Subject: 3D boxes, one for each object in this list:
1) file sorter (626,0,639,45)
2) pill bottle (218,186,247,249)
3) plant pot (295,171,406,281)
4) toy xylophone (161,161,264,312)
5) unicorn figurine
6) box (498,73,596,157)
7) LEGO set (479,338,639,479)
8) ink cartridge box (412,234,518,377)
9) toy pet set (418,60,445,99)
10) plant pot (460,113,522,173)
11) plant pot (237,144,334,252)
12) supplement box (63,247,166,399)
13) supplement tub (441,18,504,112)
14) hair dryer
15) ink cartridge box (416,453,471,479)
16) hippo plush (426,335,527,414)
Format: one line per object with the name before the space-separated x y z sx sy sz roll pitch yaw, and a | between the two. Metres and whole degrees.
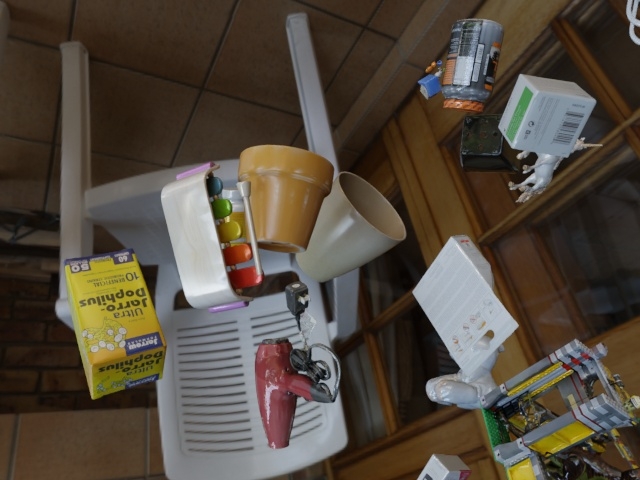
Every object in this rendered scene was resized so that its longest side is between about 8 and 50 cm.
file sorter | 0.483 -0.373 0.603 0.192 0.173 0.277 11 179 32
pill bottle | -0.282 -0.069 1.678 0.117 0.117 0.209 -3 103 -14
plant pot | 0.060 -0.013 1.449 0.256 0.257 0.274 20 126 -41
toy xylophone | -0.213 -0.004 1.039 0.236 0.323 0.081 -5 -176 24
unicorn figurine | 0.423 -0.141 0.943 0.111 0.060 0.162 -14 155 -10
box | 0.367 -0.205 0.823 0.101 0.087 0.101 9 126 -5
LEGO set | 0.356 0.284 0.606 0.255 0.331 0.192 37 120 -13
ink cartridge box | 0.236 0.103 0.805 0.045 0.179 0.145 -5 138 -32
toy pet set | 0.342 -0.473 1.461 0.114 0.122 0.065 -31 163 -6
plant pot | 0.543 -0.324 1.626 0.187 0.188 0.167 7 -178 32
plant pot | -0.082 -0.076 1.068 0.205 0.188 0.205 7 169 1
supplement box | -0.589 0.226 1.428 0.194 0.357 0.195 -12 144 -31
supplement tub | 0.344 -0.394 1.148 0.117 0.117 0.191 3 103 -22
hair dryer | -0.057 0.237 0.841 0.080 0.224 0.294 2 122 -19
ink cartridge box | 0.301 0.629 1.287 0.109 0.063 0.151 21 101 -39
hippo plush | 0.483 0.420 1.641 0.234 0.237 0.294 18 160 -20
